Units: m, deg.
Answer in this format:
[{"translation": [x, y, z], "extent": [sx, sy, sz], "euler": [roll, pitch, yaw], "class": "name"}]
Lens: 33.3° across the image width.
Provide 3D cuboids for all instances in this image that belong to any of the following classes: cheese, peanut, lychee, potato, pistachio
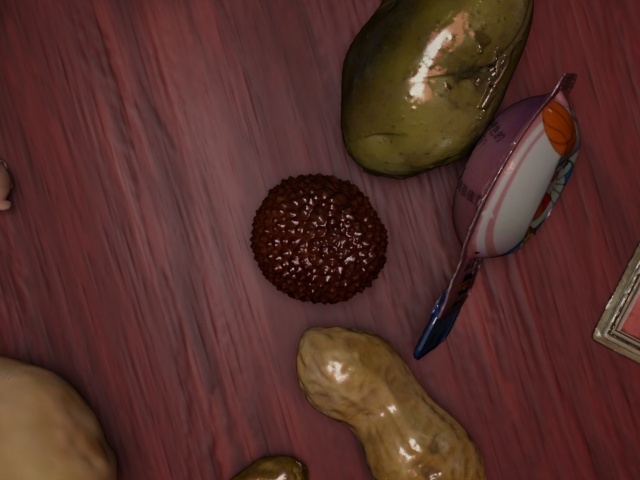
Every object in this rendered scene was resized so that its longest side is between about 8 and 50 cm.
[{"translation": [0.156, -0.021, 0.956], "extent": [0.074, 0.189, 0.286], "euler": [30, 106, 18], "class": "cheese"}, {"translation": [0.063, 0.164, 0.983], "extent": [0.098, 0.103, 0.229], "euler": [-43, 93, -14], "class": "peanut"}, {"translation": [0.003, -0.001, 0.974], "extent": [0.129, 0.123, 0.123], "euler": [3, 90, 34], "class": "lychee"}, {"translation": [-0.054, 0.231, 1.010], "extent": [0.092, 0.045, 0.046], "euler": [-28, 54, 2], "class": "potato"}, {"translation": [-0.330, 0.211, 0.911], "extent": [0.321, 0.238, 0.229], "euler": [3, 85, -32], "class": "pistachio"}, {"translation": [0.109, -0.168, 0.954], "extent": [0.143, 0.169, 0.248], "euler": [29, 87, -32], "class": "potato"}]

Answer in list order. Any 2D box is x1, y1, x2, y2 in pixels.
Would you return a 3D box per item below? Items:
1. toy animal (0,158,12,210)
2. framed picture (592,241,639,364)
[{"translation": [-0.349, -0.056, 0.993], "extent": [0.114, 0.091, 0.082], "euler": [23, 109, -31], "class": "toy animal"}, {"translation": [0.429, 0.064, 1.034], "extent": [0.273, 0.016, 0.216], "euler": [27, 90, -1], "class": "framed picture"}]
